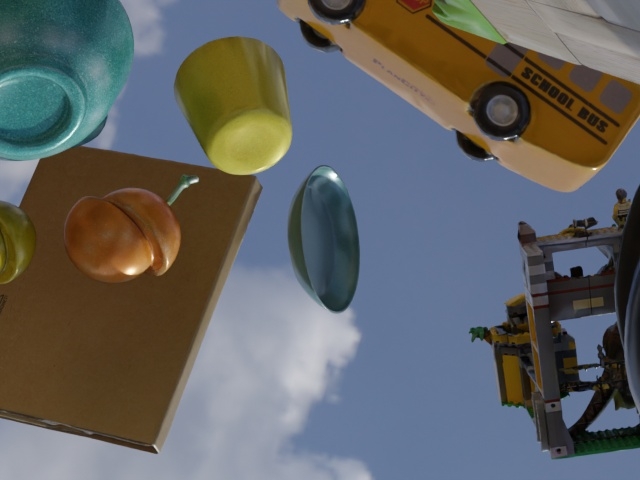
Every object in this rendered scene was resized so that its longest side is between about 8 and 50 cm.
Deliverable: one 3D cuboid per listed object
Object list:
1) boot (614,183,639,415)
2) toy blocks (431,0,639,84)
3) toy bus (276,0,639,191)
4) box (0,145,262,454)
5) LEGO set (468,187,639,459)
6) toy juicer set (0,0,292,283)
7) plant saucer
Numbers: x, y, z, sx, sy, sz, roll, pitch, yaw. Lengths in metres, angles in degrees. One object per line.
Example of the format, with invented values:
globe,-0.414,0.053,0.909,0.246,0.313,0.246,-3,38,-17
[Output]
boot,0.119,0.033,0.267,0.260,0.131,0.348,-42,-178,-34
toy blocks,0.115,-0.147,0.537,0.191,0.261,0.381,-54,-141,-5
toy bus,0.125,-0.173,1.468,0.130,0.333,0.108,-54,178,-10
box,-0.146,0.033,1.080,0.164,0.021,0.201,10,-116,20
LEGO set,0.277,0.040,1.302,0.255,0.331,0.192,-55,137,-76
toy juicer set,-0.193,-0.075,0.934,0.209,0.329,0.089,-50,-141,28
plant saucer,0.000,0.000,1.295,0.021,0.119,0.119,-7,-114,23
